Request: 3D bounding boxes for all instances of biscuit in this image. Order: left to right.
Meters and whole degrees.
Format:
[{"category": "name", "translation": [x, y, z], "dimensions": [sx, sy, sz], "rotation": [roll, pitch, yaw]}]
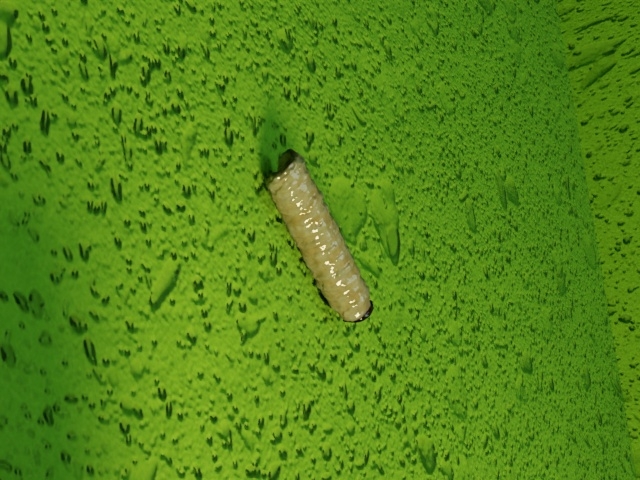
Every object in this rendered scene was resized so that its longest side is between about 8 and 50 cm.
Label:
[{"category": "biscuit", "translation": [0.000, 0.000, 1.359], "dimensions": [0.219, 0.055, 0.061], "rotation": [63, 24, -27]}]
